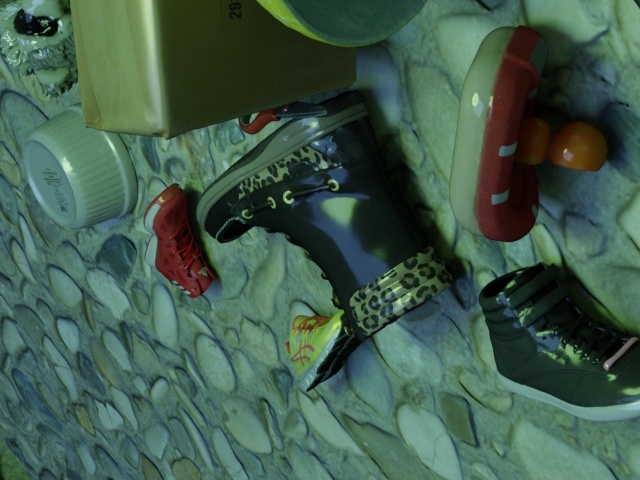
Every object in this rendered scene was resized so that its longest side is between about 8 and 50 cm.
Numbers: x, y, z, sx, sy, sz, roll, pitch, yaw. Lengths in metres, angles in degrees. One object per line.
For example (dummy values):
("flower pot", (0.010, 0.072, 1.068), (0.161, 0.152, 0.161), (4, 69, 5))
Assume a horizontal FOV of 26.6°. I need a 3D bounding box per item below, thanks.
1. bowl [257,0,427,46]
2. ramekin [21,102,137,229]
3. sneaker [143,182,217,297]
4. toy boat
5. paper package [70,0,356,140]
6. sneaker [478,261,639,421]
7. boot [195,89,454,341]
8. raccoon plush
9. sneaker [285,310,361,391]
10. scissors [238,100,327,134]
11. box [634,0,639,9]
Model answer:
("bowl", (-0.008, -0.347, 1.353), (0.156, 0.289, 0.290), (17, 128, 43))
("ramekin", (-0.410, -0.116, 2.267), (0.207, 0.109, 0.207), (33, 139, 35))
("sneaker", (-0.207, 0.007, 2.128), (0.128, 0.087, 0.221), (40, 156, 15))
("toy boat", (0.222, -0.101, 1.404), (0.151, 0.151, 0.231), (14, 131, 13))
("paper package", (-0.116, -0.305, 1.492), (0.168, 0.309, 0.325), (16, 117, 44))
("sneaker", (0.276, 0.104, 1.487), (0.295, 0.104, 0.147), (6, 125, 57))
("boot", (0.000, 0.000, 1.768), (0.377, 0.138, 0.284), (-36, 84, 49))
("raccoon plush", (-0.447, -0.344, 2.149), (0.299, 0.216, 0.446), (45, 177, 0))
("sneaker", (-0.005, 0.140, 1.934), (0.094, 0.081, 0.208), (55, 148, 13))
("scissors", (-0.048, -0.153, 1.659), (0.021, 0.109, 0.297), (35, -171, -22))
("box", (0.321, -0.279, 1.095), (0.247, 0.142, 0.163), (56, 149, 9))
